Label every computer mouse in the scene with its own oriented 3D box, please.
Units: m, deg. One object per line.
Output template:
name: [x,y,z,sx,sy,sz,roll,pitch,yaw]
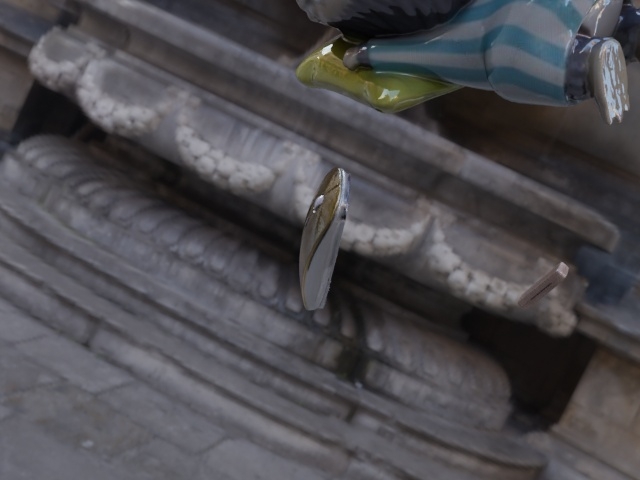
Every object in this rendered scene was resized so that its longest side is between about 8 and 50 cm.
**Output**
computer mouse: [0.000,0.000,1.476,0.056,0.245,0.126,9,49,-5]

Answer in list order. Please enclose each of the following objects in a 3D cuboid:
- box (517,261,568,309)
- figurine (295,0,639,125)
box: [0.428,0.088,1.922,0.025,0.115,0.048,46,32,2]
figurine: [0.127,-0.319,0.915,0.361,0.377,0.266,15,38,38]
